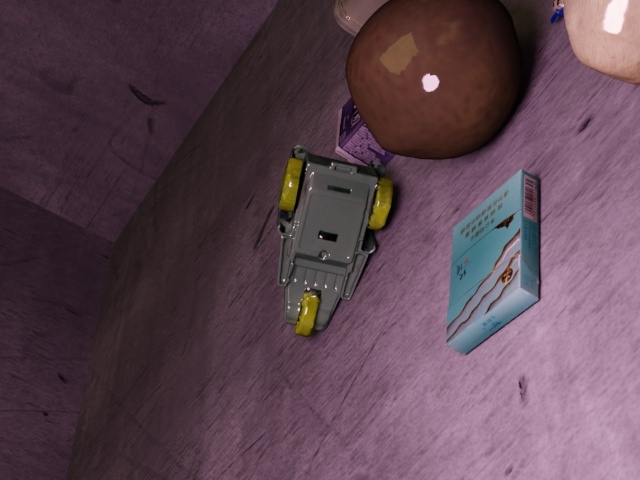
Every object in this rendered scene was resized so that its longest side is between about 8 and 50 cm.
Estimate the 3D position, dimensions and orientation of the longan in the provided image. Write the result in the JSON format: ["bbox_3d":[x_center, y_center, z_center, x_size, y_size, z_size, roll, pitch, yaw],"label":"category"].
[{"bbox_3d":[0.179,-0.271,1.924,0.288,0.288,0.350,-57,11,14],"label":"longan"}]

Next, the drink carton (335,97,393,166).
[{"bbox_3d":[0.131,-0.252,2.286,0.222,0.102,0.134,-46,22,34],"label":"drink carton"}]

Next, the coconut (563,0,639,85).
[{"bbox_3d":[0.406,-0.307,1.507,0.224,0.224,0.224,-51,22,30],"label":"coconut"}]

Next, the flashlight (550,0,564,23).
[{"bbox_3d":[0.392,-0.399,1.910,0.057,0.035,0.121,-19,47,64],"label":"flashlight"}]

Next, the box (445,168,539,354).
[{"bbox_3d":[0.242,0.028,1.700,0.162,0.041,0.229,-44,26,42],"label":"box"}]

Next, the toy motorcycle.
[{"bbox_3d":[0.000,0.000,2.190,0.200,0.191,0.326,-99,22,-72],"label":"toy motorcycle"}]

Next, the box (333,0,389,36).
[{"bbox_3d":[0.207,-0.610,2.473,0.344,0.177,0.352,-41,27,39],"label":"box"}]
